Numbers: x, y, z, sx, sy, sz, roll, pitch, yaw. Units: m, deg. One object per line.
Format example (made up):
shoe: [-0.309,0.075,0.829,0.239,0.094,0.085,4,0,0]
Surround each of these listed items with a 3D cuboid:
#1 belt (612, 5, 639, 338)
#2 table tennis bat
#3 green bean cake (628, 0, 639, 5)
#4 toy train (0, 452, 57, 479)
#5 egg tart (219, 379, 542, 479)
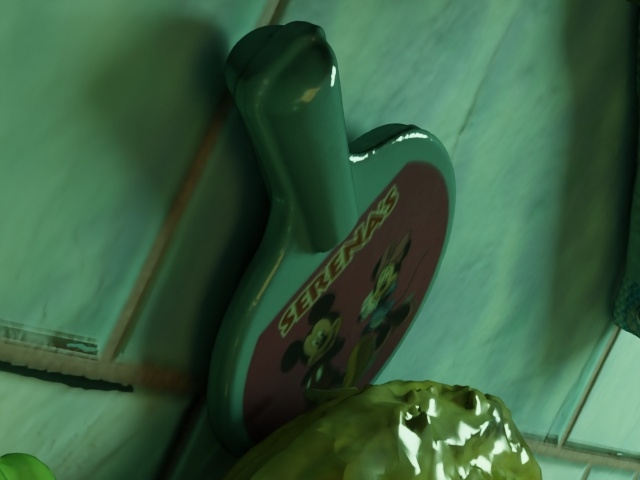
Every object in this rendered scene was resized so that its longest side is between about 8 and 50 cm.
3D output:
belt: [0.212,-0.050,1.003,0.087,0.072,0.302,-41,146,-31]
table tennis bat: [0.000,0.000,0.728,0.153,0.040,0.244,-49,154,-21]
green bean cake: [0.177,-0.210,0.747,0.222,0.125,0.248,-1,114,-59]
toy train: [-0.123,0.106,0.462,0.157,0.105,0.253,-41,115,-33]
egg tart: [0.004,0.239,0.789,0.388,0.169,0.388,-43,152,-30]
